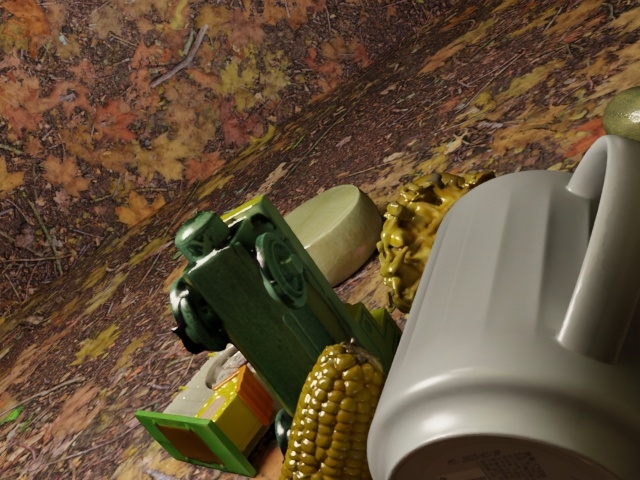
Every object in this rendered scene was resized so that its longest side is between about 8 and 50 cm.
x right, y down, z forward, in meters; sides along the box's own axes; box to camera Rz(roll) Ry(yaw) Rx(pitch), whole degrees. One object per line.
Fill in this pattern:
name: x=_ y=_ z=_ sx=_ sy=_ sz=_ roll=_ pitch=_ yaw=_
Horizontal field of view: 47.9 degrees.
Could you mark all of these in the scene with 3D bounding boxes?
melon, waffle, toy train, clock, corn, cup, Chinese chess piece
melon: x=0.465 y=-0.174 z=1.034 sx=0.098 sy=0.098 sz=0.130 roll=-37 pitch=17 yaw=-2
waffle: x=0.206 y=0.014 z=0.933 sx=0.262 sy=0.060 sz=0.280 roll=-5 pitch=52 yaw=-1
toy train: x=-0.020 y=0.098 z=0.822 sx=0.150 sy=0.369 sz=0.237 roll=-27 pitch=19 yaw=21
clock: x=-0.123 y=0.213 z=1.102 sx=0.220 sy=0.106 sz=0.255 roll=-11 pitch=32 yaw=49
corn: x=0.003 y=0.246 z=0.669 sx=0.102 sy=0.102 sz=0.312 roll=15 pitch=88 yaw=64
cup: x=0.198 y=0.084 z=0.619 sx=0.327 sy=0.237 sz=0.322 roll=-60 pitch=-10 yaw=-51
Chinese chess piece: x=0.000 y=0.000 z=1.377 sx=0.250 sy=0.101 sz=0.250 roll=-31 pitch=21 yaw=13

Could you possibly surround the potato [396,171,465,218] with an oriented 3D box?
potato: x=0.188 y=-0.030 z=1.085 sx=0.204 sy=0.158 sz=0.178 roll=-11 pitch=33 yaw=41
